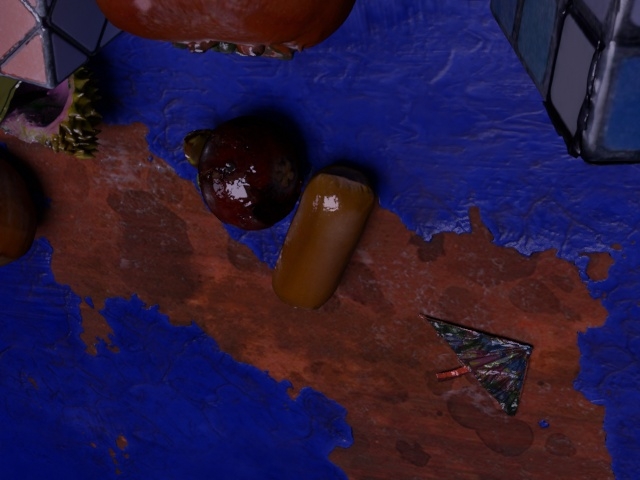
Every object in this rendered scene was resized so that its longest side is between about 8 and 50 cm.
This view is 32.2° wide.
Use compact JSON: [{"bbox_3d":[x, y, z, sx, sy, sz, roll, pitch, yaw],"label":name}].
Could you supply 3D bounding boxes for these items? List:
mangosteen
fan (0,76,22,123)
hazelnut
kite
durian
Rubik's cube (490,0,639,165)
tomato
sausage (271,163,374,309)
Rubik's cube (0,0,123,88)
[{"bbox_3d":[-0.112,-0.101,1.607,0.180,0.166,0.166,21,137,47],"label":"mangosteen"},{"bbox_3d":[-0.568,-0.232,1.718,0.335,0.229,0.011,-7,160,34],"label":"fan"},{"bbox_3d":[-0.579,-0.049,1.868,0.214,0.176,0.214,2,99,13],"label":"hazelnut"},{"bbox_3d":[0.250,0.188,1.726,0.189,0.009,0.232,-27,108,40],"label":"kite"},{"bbox_3d":[-0.413,-0.213,1.681,0.260,0.154,0.186,35,113,34],"label":"durian"},{"bbox_3d":[0.376,-0.293,1.002,0.359,0.363,0.362,-2,125,-5],"label":"Rubik's cube"},{"bbox_3d":[-0.101,-0.353,1.294,0.341,0.341,0.272,9,101,22],"label":"tomato"},{"bbox_3d":[0.001,0.000,1.651,0.105,0.105,0.274,28,133,6],"label":"sausage"},{"bbox_3d":[-0.406,-0.358,1.520,0.205,0.205,0.207,14,128,17],"label":"Rubik's cube"}]
